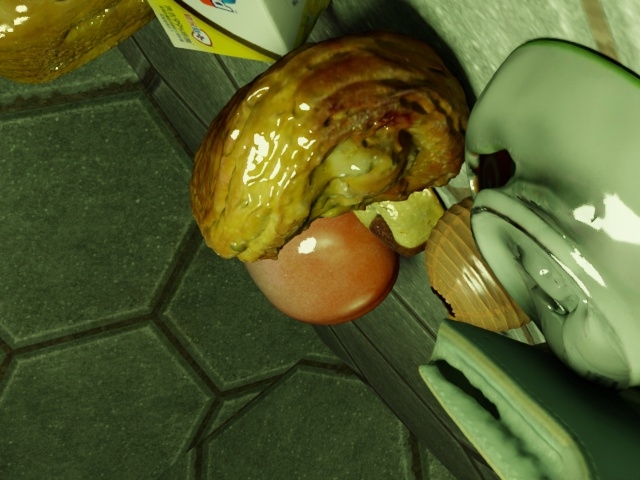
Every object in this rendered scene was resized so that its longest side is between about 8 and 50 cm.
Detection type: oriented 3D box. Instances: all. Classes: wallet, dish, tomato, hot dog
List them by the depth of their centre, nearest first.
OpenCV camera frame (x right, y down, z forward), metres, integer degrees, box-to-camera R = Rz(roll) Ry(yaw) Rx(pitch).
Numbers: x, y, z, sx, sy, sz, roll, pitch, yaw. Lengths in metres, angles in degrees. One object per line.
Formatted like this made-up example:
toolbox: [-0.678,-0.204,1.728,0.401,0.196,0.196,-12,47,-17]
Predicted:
dish: [0.204,0.015,0.846,0.324,0.124,0.324,50,172,10]
wallet: [0.262,0.169,0.917,0.360,0.083,0.252,20,-164,-33]
hot dog: [-0.005,-0.090,1.101,0.387,0.267,0.174,177,73,-78]
tomato: [0.000,0.000,1.621,0.255,0.224,0.256,56,180,-1]

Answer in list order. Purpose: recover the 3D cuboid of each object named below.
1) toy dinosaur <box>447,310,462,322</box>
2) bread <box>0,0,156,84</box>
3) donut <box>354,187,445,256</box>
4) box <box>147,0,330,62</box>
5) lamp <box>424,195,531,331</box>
toy dinosaur: [0.191,0.094,1.553,0.142,0.057,0.212,61,173,11]
bread: [-0.408,-0.371,1.805,0.148,0.328,0.337,53,170,3]
donut: [0.083,-0.057,1.408,0.184,0.073,0.166,46,168,23]
box: [-0.114,-0.302,1.094,0.168,0.097,0.265,16,153,30]
lamp: [0.166,0.021,1.075,0.136,0.136,0.136,50,172,9]
